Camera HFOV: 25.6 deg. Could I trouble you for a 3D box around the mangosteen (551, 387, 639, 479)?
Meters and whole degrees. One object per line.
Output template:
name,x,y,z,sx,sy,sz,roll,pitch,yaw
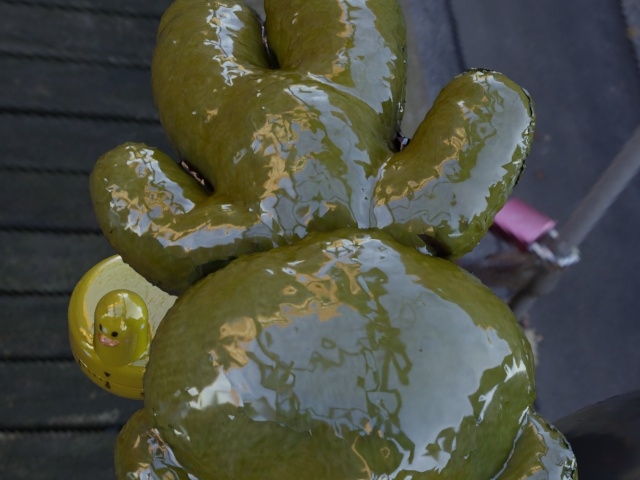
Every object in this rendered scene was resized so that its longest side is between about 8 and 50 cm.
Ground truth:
mangosteen,0.229,0.236,0.583,0.382,0.435,0.382,20,66,-56

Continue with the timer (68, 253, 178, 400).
timer,-0.115,0.050,0.930,0.107,0.109,0.107,4,49,-5

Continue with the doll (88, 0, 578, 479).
doll,0.000,0.000,0.432,0.137,0.097,0.209,-7,55,1
